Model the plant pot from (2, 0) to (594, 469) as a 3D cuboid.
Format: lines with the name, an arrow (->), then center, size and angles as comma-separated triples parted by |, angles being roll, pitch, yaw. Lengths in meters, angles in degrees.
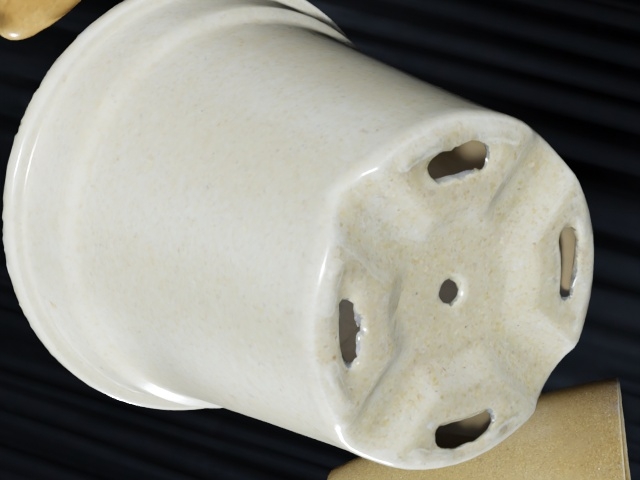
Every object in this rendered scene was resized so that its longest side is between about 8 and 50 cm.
plant pot -> 0.000, 0.000, 0.957 | 0.334, 0.305, 0.334 | -10, 108, -32

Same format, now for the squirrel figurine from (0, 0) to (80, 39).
squirrel figurine -> -0.204, -0.327, 0.797 | 0.281, 0.397, 0.370 | 65, 17, 10

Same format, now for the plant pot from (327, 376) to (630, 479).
plant pot -> 0.138, 0.246, 1.207 | 0.237, 0.254, 0.237 | -7, 90, -78
